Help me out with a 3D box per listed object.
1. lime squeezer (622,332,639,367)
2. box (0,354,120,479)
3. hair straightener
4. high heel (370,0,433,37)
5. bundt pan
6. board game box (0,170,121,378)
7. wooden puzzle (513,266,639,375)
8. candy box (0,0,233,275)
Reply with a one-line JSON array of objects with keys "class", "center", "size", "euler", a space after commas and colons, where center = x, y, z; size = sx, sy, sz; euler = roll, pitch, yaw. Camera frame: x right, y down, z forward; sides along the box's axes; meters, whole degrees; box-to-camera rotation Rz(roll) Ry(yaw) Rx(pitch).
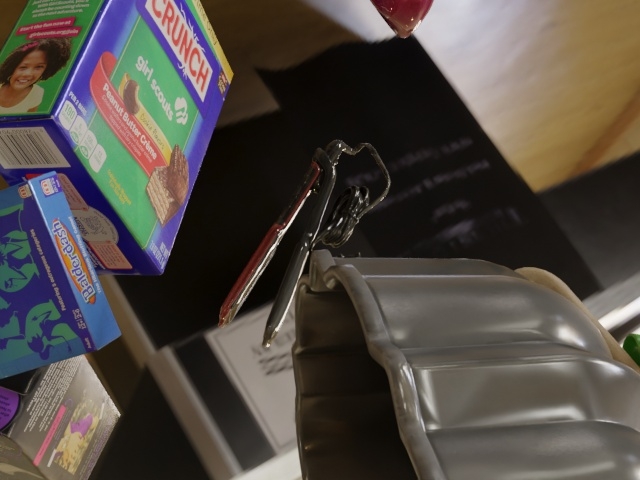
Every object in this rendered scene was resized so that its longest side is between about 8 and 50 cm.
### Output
[{"class": "lime squeezer", "center": [0.237, 0.120, 1.016], "size": [0.110, 0.058, 0.310], "euler": [-7, 172, -35]}, {"class": "box", "center": [-0.367, 0.195, 1.343], "size": [0.270, 0.165, 0.143], "euler": [84, 26, -60]}, {"class": "hair straightener", "center": [0.000, 0.000, 0.988], "size": [0.230, 0.089, 0.047], "euler": [-60, 174, -32]}, {"class": "high heel", "center": [0.039, -0.453, 1.530], "size": [0.127, 0.377, 0.181], "euler": [-17, 153, -16]}, {"class": "bundt pan", "center": [0.079, 0.160, 0.523], "size": [0.124, 0.330, 0.331], "euler": [-8, 156, -11]}, {"class": "board game box", "center": [-0.303, 0.046, 1.016], "size": [0.210, 0.160, 0.047], "euler": [-18, -172, 24]}, {"class": "wooden puzzle", "center": [0.162, 0.231, 0.922], "size": [0.081, 0.348, 0.322], "euler": [17, 113, -32]}, {"class": "candy box", "center": [-0.227, -0.162, 1.251], "size": [0.122, 0.317, 0.268], "euler": [0, 144, 20]}]
